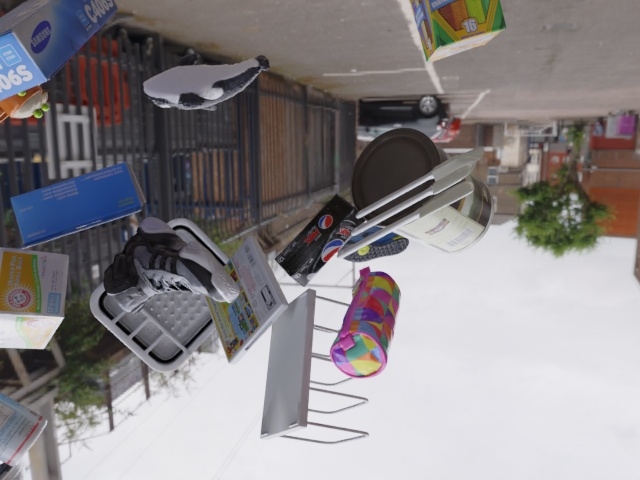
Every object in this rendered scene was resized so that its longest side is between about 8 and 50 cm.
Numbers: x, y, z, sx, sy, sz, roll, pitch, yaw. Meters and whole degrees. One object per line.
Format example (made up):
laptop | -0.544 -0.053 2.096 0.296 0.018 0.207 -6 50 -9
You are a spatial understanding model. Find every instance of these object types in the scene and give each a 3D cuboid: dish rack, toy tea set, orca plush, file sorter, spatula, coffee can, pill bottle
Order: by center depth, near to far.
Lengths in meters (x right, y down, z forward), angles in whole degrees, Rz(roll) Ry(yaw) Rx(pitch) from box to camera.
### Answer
spatula | 0.134 -0.056 0.821 0.242 0.019 0.168 -30 -160 34
pill bottle | -0.553 0.300 0.906 0.160 0.087 0.087 37 -176 -13
coffee can | 0.222 -0.095 1.155 0.201 0.202 0.275 9 173 40
file sorter | -0.003 0.279 1.162 0.173 0.278 0.193 17 148 -23
orca plush | -0.256 -0.356 1.258 0.287 0.151 0.102 -29 156 -12
toy tea set | -0.727 -0.334 1.323 0.200 0.124 0.336 -39 -159 14
dish rack | -0.384 0.138 1.410 0.333 0.285 0.072 -46 -168 -15

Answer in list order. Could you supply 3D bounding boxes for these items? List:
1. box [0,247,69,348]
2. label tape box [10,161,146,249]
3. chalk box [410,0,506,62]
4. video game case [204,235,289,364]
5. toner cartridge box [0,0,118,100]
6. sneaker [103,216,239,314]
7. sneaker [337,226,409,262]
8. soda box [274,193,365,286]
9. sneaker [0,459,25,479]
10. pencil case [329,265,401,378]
box | -0.501 0.104 0.915 0.103 0.114 0.203 9 151 -32
label tape box | -0.515 -0.086 1.175 0.240 0.106 0.333 -20 -168 -14
chalk box | 0.337 -0.645 1.407 0.180 0.289 0.179 -17 -174 1
video game case | -0.180 0.135 1.259 0.026 0.206 0.227 21 -152 -44
toner cartridge box | -0.451 -0.320 0.849 0.165 0.075 0.348 -18 -144 12
sneaker | -0.256 0.069 0.895 0.268 0.101 0.153 28 -112 38
sneaker | 0.123 0.002 1.385 0.209 0.069 0.082 -8 -138 -28
soda box | 0.000 0.000 0.988 0.060 0.169 0.053 42 179 39
sneaker | -0.600 0.511 0.988 0.111 0.129 0.297 -26 -163 -8
pencil case | 0.084 0.141 0.968 0.104 0.105 0.236 2 -156 12
